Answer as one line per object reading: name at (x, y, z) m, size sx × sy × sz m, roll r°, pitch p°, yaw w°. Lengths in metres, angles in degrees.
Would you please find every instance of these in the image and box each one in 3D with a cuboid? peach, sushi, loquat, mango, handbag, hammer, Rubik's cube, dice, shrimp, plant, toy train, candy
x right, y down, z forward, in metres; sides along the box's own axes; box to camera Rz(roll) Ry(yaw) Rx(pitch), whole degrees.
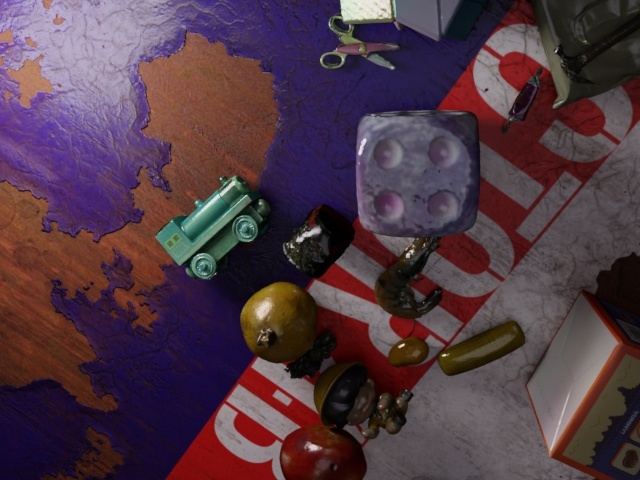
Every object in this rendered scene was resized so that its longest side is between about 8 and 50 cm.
peach at (0.004, 0.600, 1.768) m, size 0.244 × 0.243 × 0.199 m, roll 10°, pitch 64°, yaw 6°
sushi at (0.000, 0.000, 1.613) m, size 0.136 × 0.225 × 0.126 m, roll 38°, pitch 108°, yaw -3°
loquat at (-0.110, 0.215, 1.677) m, size 0.214 × 0.246 × 0.213 m, roll 3°, pitch 104°, yaw 12°
mango at (0.235, 0.302, 1.742) m, size 0.114 × 0.060 × 0.080 m, roll -31°, pitch 95°, yaw 19°
handbag at (0.606, -0.483, 1.457) m, size 0.253 × 0.109 × 0.315 m, roll -18°, pitch 101°, yaw 8°
hammer at (0.654, -0.450, 1.399) m, size 0.297 × 0.027 × 0.125 m, roll -36°, pitch 104°, yaw 9°
Rubik's cube at (0.206, -0.607, 1.366) m, size 0.368 × 0.358 × 0.387 m, roll 29°, pitch 118°, yaw 2°
dice at (0.224, -0.163, 1.513) m, size 0.270 × 0.270 × 0.271 m, roll 0°, pitch 104°, yaw 8°
shrimp at (0.268, 0.086, 1.689) m, size 0.169 × 0.058 × 0.296 m, roll 35°, pitch 111°, yaw -9°
plant at (-0.020, 0.317, 1.779) m, size 0.174 × 0.087 × 0.085 m, roll -45°, pitch 130°, yaw 13°
toy train at (-0.273, -0.035, 1.705) m, size 0.298 × 0.120 × 0.194 m, roll -40°, pitch 91°, yaw 16°
candy at (0.484, -0.330, 1.546) m, size 0.043 × 0.045 × 0.175 m, roll 30°, pitch 106°, yaw 11°

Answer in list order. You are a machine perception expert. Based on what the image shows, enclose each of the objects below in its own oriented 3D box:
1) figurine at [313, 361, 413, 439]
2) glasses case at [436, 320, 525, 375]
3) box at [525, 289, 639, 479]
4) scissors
figurine at (0.105, 0.431, 1.740) m, size 0.257 × 0.167 × 0.192 m, roll 26°, pitch 80°, yaw 3°
glasses case at (0.421, 0.287, 1.710) m, size 0.234 × 0.064 × 0.079 m, roll -28°, pitch 92°, yaw 15°
box at (0.695, 0.348, 1.536) m, size 0.257 × 0.348 × 0.318 m, roll 23°, pitch 105°, yaw 2°
scissors at (0.100, -0.467, 1.582) m, size 0.187 × 0.020 × 0.133 m, roll 16°, pitch 102°, yaw 5°
